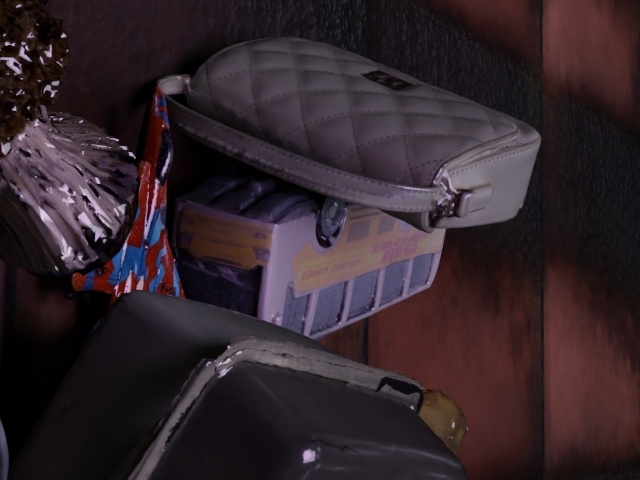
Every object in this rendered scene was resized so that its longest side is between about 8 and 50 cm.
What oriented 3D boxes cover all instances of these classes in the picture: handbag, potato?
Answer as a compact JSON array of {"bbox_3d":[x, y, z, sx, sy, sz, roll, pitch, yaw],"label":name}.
[{"bbox_3d":[0.011,-0.079,0.999,0.219,0.256,0.079,-12,122,-52],"label":"handbag"},{"bbox_3d":[0.086,0.188,1.303,0.138,0.070,0.092,-25,112,-59],"label":"potato"}]

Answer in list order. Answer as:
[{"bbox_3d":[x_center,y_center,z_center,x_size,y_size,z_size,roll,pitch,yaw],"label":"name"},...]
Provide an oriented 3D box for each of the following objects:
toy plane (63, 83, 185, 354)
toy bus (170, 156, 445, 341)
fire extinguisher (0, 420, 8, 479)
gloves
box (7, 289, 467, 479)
[{"bbox_3d":[-0.125,-0.011,0.932,0.130,0.061,0.189,22,64,-59],"label":"toy plane"},{"bbox_3d":[0.000,0.000,1.121,0.342,0.097,0.138,-19,121,-62],"label":"toy bus"},{"bbox_3d":[-0.231,0.076,0.681,0.118,0.093,0.294,-40,129,-18],"label":"fire extinguisher"},{"bbox_3d":[-0.200,-0.105,0.662,0.210,0.135,0.312,-113,178,-56],"label":"gloves"},{"bbox_3d":[-0.049,0.160,0.880,0.221,0.166,0.290,-58,150,6],"label":"box"}]
